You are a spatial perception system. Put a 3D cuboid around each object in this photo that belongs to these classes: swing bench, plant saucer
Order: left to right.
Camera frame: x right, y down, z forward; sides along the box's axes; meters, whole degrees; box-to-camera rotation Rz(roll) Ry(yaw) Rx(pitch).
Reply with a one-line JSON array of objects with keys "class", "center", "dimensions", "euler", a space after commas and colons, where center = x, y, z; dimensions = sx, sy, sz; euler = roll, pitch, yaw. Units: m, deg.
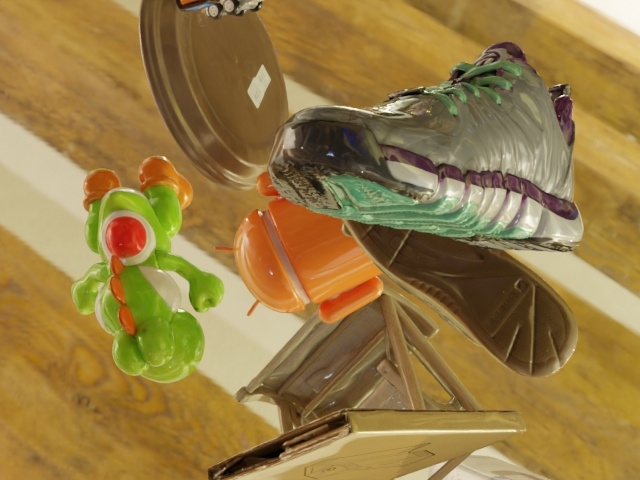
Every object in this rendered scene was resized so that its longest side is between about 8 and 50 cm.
[{"class": "plant saucer", "center": [-0.113, -0.196, 1.227], "dimensions": [0.278, 0.041, 0.278], "euler": [41, -139, -50]}, {"class": "swing bench", "center": [0.054, 0.225, 1.386], "dimensions": [0.165, 0.253, 0.254], "euler": [13, -141, -44]}]

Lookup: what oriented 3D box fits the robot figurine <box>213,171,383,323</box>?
[{"class": "robot figurine", "center": [-0.001, -0.002, 1.146], "dimensions": [0.219, 0.158, 0.128], "euler": [-25, -125, 2]}]

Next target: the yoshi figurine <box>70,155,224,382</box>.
[{"class": "yoshi figurine", "center": [-0.250, 0.062, 1.513], "dimensions": [0.203, 0.203, 0.362], "euler": [18, -139, -29]}]

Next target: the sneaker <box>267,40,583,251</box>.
[{"class": "sneaker", "center": [0.055, -0.053, 0.484], "dimensions": [0.083, 0.098, 0.224], "euler": [3, 175, 35]}]

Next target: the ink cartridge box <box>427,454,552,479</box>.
[{"class": "ink cartridge box", "center": [0.269, 0.439, 1.446], "dimensions": [0.131, 0.226, 0.306], "euler": [9, 179, -28]}]

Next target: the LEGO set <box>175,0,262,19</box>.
[{"class": "LEGO set", "center": [0.015, -0.189, 0.676], "dimensions": [0.244, 0.060, 0.182], "euler": [-16, -172, -13]}]

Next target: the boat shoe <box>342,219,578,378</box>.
[{"class": "boat shoe", "center": [0.098, 0.009, 0.907], "dimensions": [0.104, 0.089, 0.285], "euler": [-42, -84, -10]}]

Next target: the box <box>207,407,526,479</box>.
[{"class": "box", "center": [0.038, 0.165, 0.827], "dimensions": [0.201, 0.164, 0.021], "euler": [9, -119, -43]}]
